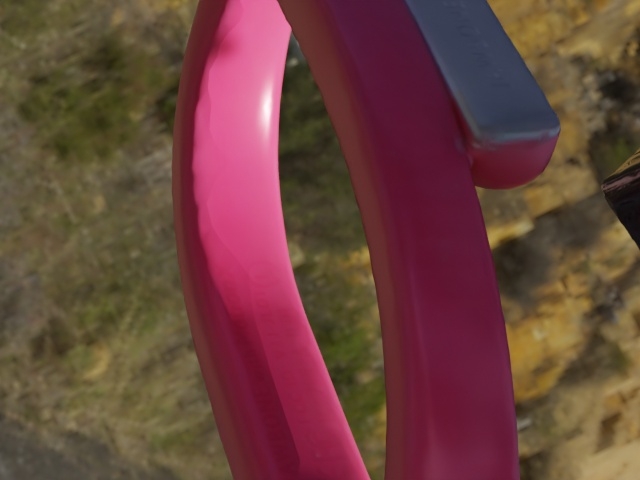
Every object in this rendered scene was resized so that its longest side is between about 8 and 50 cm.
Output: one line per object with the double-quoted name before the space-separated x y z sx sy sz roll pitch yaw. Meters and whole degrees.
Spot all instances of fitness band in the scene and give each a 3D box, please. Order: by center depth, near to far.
"fitness band" 0.000 0.000 0.494 0.291 0.054 0.209 -112 -153 -46

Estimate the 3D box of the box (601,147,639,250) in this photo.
"box" 0.338 -0.063 0.666 0.294 0.296 0.183 -31 -85 46
